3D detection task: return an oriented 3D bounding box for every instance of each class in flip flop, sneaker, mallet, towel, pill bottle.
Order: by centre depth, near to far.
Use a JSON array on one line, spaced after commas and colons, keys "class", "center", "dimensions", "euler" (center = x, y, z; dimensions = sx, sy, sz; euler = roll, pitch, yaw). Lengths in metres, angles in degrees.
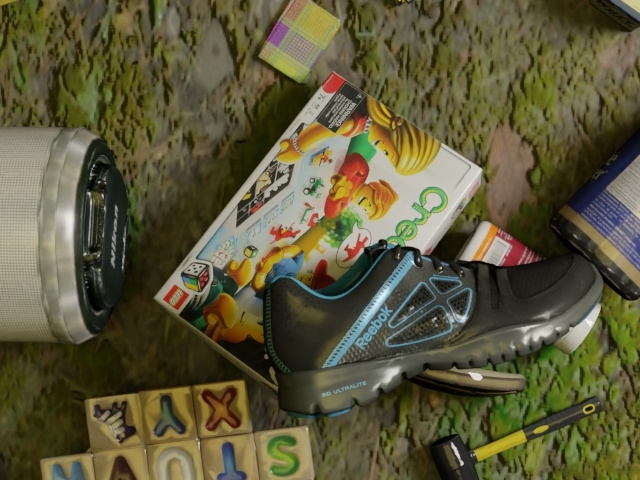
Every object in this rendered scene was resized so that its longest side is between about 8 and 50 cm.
[{"class": "sneaker", "center": [0.110, 0.057, 1.291], "dimensions": [0.340, 0.125, 0.140], "euler": [-17, 92, -17]}, {"class": "pill bottle", "center": [0.349, -0.053, 1.391], "dimensions": [0.123, 0.123, 0.219], "euler": [44, 94, 0]}, {"class": "pill bottle", "center": [0.210, 0.053, 1.424], "dimensions": [0.152, 0.086, 0.086], "euler": [33, 95, 1]}, {"class": "flip flop", "center": [0.087, 0.099, 1.435], "dimensions": [0.277, 0.112, 0.080], "euler": [21, 80, 7]}, {"class": "towel", "center": [-0.022, -0.217, 1.461], "dimensions": [0.060, 0.009, 0.083], "euler": [33, 96, 0]}, {"class": "mallet", "center": [0.214, 0.220, 1.462], "dimensions": [0.189, 0.039, 0.062], "euler": [-16, 91, 1]}]

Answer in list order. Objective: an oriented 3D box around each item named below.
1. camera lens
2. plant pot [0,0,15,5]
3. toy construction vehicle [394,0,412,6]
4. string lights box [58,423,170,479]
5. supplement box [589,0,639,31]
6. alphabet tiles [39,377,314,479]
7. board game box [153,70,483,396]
[{"class": "camera lens", "center": [-0.343, -0.007, 1.388], "dimensions": [0.274, 0.219, 0.220], "euler": [1, 93, 3]}, {"class": "plant pot", "center": [-0.308, -0.343, 1.384], "dimensions": [0.212, 0.212, 0.187], "euler": [-17, 105, 5]}, {"class": "toy construction vehicle", "center": [0.100, -0.294, 1.436], "dimensions": [0.086, 0.035, 0.098], "euler": [-36, 91, 5]}, {"class": "string lights box", "center": [-0.169, 0.327, 1.469], "dimensions": [0.259, 0.077, 0.133], "euler": [44, 94, 0]}, {"class": "supplement box", "center": [0.326, -0.266, 1.399], "dimensions": [0.056, 0.083, 0.083], "euler": [35, 95, 1]}, {"class": "alphabet tiles", "center": [-0.139, 0.322, 1.423], "dimensions": [0.285, 0.011, 0.343], "euler": [-7, 92, 2]}, {"class": "board game box", "center": [0.000, 0.000, 1.392], "dimensions": [0.193, 0.053, 0.305], "euler": [34, 79, 15]}]
